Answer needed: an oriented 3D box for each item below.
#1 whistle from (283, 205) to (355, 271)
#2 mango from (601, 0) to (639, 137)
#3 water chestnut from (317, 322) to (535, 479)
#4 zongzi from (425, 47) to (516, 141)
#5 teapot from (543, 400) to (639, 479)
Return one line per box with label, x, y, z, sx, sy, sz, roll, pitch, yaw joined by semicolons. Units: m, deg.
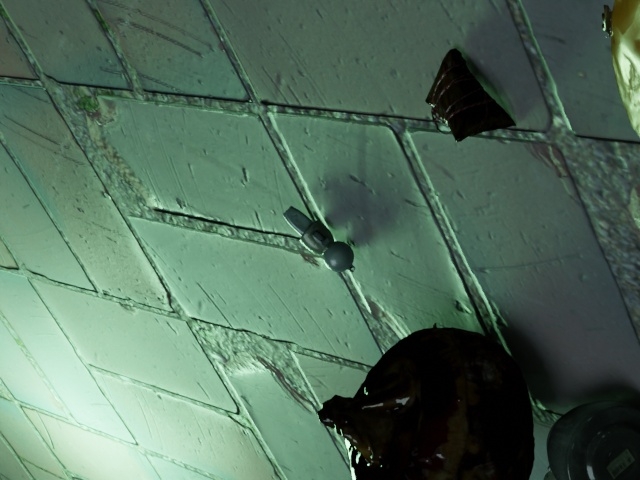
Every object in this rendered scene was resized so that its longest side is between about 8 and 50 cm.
whistle;0.000;0.000;1.646;0.100;0.035;0.035;42;152;6
mango;0.285;-0.145;0.980;0.187;0.138;0.257;49;154;30
water chestnut;0.112;0.199;1.573;0.238;0.223;0.224;20;163;-28
zongzi;0.123;-0.111;1.298;0.083;0.073;0.067;38;133;9
teapot;0.276;0.231;1.511;0.108;0.111;0.149;-168;82;-73
